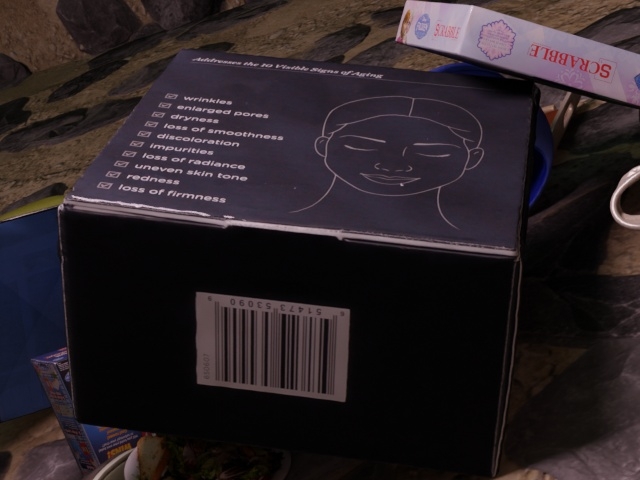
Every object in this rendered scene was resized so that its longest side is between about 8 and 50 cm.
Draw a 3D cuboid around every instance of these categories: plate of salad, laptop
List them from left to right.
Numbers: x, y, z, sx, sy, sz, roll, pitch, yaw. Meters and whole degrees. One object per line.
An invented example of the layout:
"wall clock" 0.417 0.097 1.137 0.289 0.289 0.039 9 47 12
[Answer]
"laptop" -0.373 0.179 1.755 0.236 0.382 0.408 8 45 5
"plate of salad" -0.135 0.258 1.644 0.200 0.048 0.200 -2 24 1

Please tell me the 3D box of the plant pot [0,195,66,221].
"plant pot" -0.441 0.082 1.985 0.275 0.275 0.293 -15 0 23

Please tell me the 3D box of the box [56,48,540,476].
"box" 0.000 0.000 1.621 0.480 0.297 0.472 6 30 8

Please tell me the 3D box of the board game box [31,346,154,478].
"board game box" -0.260 0.220 1.779 0.194 0.194 0.060 -17 13 -42

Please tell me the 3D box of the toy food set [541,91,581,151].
"toy food set" 0.263 -0.180 2.236 0.306 0.092 0.220 -11 26 29

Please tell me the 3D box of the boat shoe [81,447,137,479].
"boat shoe" -0.286 0.329 1.651 0.068 0.081 0.228 -2 33 36

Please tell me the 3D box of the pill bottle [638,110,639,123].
"pill bottle" 0.522 -0.134 1.774 0.162 0.162 0.278 -22 22 5

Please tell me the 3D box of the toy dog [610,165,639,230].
"toy dog" 0.517 -0.055 1.567 0.333 0.161 0.220 -42 53 12

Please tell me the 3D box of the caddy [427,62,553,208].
"caddy" 0.165 -0.116 1.997 0.341 0.241 0.179 -21 17 8

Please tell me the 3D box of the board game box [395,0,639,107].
"board game box" 0.288 -0.239 1.800 0.318 0.066 0.319 14 8 -12
